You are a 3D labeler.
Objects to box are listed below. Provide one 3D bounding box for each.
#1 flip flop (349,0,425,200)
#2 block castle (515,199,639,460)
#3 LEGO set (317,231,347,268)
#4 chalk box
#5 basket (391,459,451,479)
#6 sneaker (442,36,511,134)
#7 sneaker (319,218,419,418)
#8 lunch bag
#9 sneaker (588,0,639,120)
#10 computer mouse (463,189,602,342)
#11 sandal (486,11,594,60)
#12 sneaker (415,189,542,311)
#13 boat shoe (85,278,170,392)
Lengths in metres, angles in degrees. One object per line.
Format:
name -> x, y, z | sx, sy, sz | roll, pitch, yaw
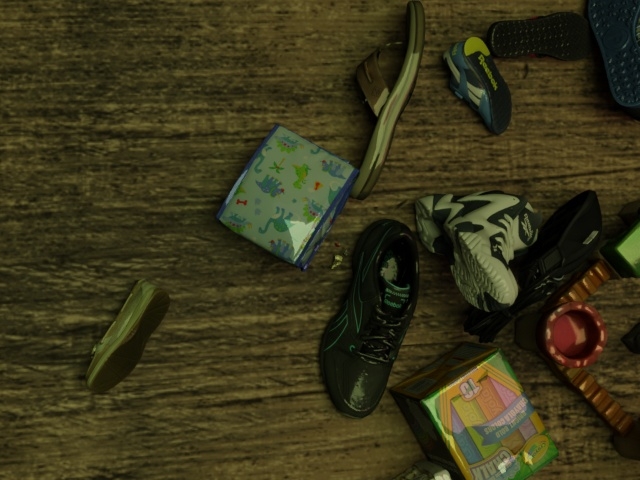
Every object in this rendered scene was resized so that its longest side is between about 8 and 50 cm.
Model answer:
flip flop -> 0.076, -0.190, 1.704 | 0.080, 0.112, 0.277 | 20, 88, 3
block castle -> 0.514, 0.076, 1.732 | 0.453, 0.213, 0.303 | -44, 97, -12
LEGO set -> 0.002, -0.001, 1.708 | 0.083, 0.023, 0.054 | 30, 81, -10
chalk box -> 0.211, 0.257, 1.689 | 0.132, 0.132, 0.213 | -32, 98, -13
basket -> 0.140, 0.384, 1.677 | 0.103, 0.113, 0.167 | -26, 93, -11
sneaker -> 0.213, -0.208, 1.759 | 0.053, 0.059, 0.144 | -45, 117, -38
sneaker -> 0.067, 0.100, 1.679 | 0.101, 0.106, 0.267 | 12, 86, -14
lunch bag -> -0.039, -0.056, 1.653 | 0.129, 0.096, 0.151 | 29, 89, 7
sneaker -> 0.428, -0.273, 1.803 | 0.081, 0.090, 0.232 | -11, 68, 25
computer mouse -> 0.290, 0.046, 1.722 | 0.060, 0.184, 0.262 | 45, 41, -5
sandal -> 0.299, -0.280, 1.781 | 0.179, 0.040, 0.067 | -4, 99, -25
sneaker -> 0.234, 0.000, 1.668 | 0.153, 0.235, 0.094 | -15, 116, -15
boat shoe -> -0.250, 0.120, 1.633 | 0.153, 0.048, 0.056 | -59, 145, -6
